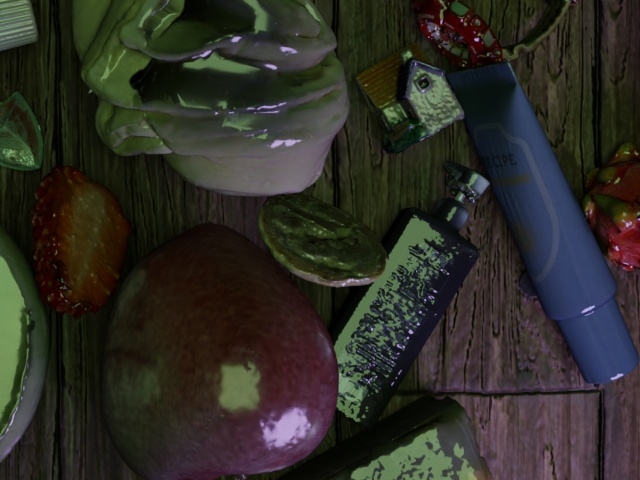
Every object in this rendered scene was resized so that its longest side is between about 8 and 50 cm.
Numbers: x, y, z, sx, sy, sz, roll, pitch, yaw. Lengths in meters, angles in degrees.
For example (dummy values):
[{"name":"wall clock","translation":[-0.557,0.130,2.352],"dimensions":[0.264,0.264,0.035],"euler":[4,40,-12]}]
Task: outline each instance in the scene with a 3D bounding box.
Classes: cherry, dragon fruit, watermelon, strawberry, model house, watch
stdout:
[{"name":"cherry","translation":[-0.110,0.124,1.510],"dimensions":[0.221,0.261,0.307],"euler":[9,70,-50]},{"name":"dragon fruit","translation":[0.382,-0.016,1.647],"dimensions":[0.133,0.208,0.150],"euler":[-46,142,7]},{"name":"watermelon","translation":[-0.328,-0.109,1.555],"dimensions":[0.085,0.061,0.085],"euler":[0,85,-3]},{"name":"strawberry","translation":[-0.265,0.008,1.523],"dimensions":[0.082,0.188,0.121],"euler":[-30,124,29]},{"name":"model house","translation":[0.095,-0.158,1.607],"dimensions":[0.087,0.100,0.100],"euler":[-28,95,-6]},{"name":"watch","translation":[0.220,-0.311,1.638],"dimensions":[0.268,0.102,0.165],"euler":[-42,105,-15]}]

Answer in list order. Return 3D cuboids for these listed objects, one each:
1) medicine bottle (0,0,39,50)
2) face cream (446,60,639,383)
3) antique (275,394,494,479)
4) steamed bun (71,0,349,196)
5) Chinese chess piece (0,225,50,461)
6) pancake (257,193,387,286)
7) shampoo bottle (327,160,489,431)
[{"name":"medicine bottle","translation":[-0.399,-0.219,1.530],"dimensions":[0.203,0.083,0.083],"euler":[-13,94,-11]},{"name":"face cream","translation":[0.252,-0.020,1.636],"dimensions":[0.086,0.135,0.385],"euler":[-30,102,-20]},{"name":"antique","translation":[0.043,0.287,1.601],"dimensions":[0.284,0.125,0.150],"euler":[-20,94,-9]},{"name":"steamed bun","translation":[-0.106,-0.192,1.521],"dimensions":[0.320,0.206,0.275],"euler":[27,85,-13]},{"name":"Chinese chess piece","translation":[-0.453,0.107,1.499],"dimensions":[0.349,0.146,0.349],"euler":[0,92,-9]},{"name":"pancake","translation":[0.000,0.000,1.577],"dimensions":[0.158,0.158,0.028],"euler":[19,120,-10]},{"name":"shampoo bottle","translation":[0.093,0.055,1.628],"dimensions":[0.098,0.071,0.309],"euler":[33,86,-8]}]
